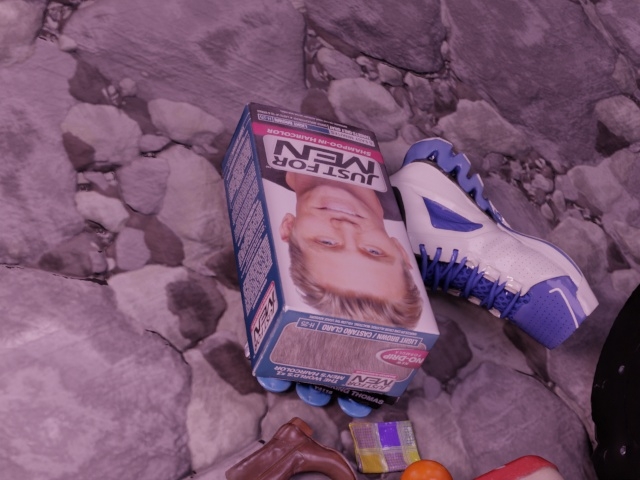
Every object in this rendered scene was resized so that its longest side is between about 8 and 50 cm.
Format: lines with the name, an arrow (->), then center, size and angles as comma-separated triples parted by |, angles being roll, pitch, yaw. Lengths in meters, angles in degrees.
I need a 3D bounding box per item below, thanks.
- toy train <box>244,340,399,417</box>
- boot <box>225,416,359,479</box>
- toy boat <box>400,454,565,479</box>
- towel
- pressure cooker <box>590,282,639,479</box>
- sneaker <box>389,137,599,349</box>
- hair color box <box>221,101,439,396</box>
toy train -> 0.006, 0.126, 1.193 | 0.184, 0.080, 0.105 | 19, 43, -13
boot -> -0.030, 0.249, 1.114 | 0.106, 0.037, 0.114 | 39, 45, 17
toy boat -> 0.139, 0.290, 1.133 | 0.231, 0.151, 0.151 | -14, 37, -35
towel -> 0.073, 0.229, 1.200 | 0.083, 0.009, 0.060 | 4, 57, -26
pressure cooker -> 0.578, 0.212, 1.249 | 0.420, 0.370, 0.375 | 21, 42, -16
sneaker -> 0.165, 0.029, 1.320 | 0.182, 0.127, 0.315 | -32, 71, -35
hair color box -> 0.000, 0.000, 1.191 | 0.174, 0.105, 0.347 | 11, 39, -21
